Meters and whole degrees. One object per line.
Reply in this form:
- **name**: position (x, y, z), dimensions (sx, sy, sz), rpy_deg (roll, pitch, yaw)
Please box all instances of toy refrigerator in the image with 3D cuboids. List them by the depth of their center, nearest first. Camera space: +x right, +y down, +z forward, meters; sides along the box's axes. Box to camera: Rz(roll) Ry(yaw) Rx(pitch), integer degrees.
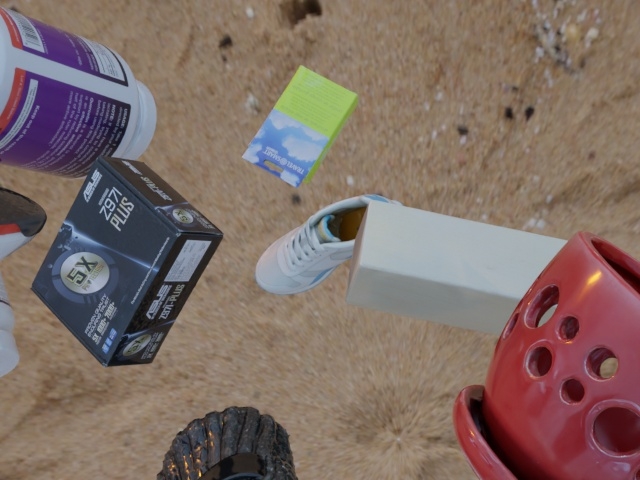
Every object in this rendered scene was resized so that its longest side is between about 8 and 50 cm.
- **toy refrigerator**: position (0.172, 0.037, 1.257), dimensions (0.270, 0.102, 0.094), rpy_deg (11, 62, -3)

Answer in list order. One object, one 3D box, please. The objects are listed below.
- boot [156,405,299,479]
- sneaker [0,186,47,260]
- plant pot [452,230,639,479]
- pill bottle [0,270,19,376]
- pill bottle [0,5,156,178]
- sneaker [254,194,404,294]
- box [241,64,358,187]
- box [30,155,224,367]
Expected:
- **boot**: position (-0.131, 0.314, 0.927), dimensions (0.348, 0.260, 0.131), rpy_deg (-42, 114, -1)
- **sneaker**: position (-0.345, 0.041, 0.911), dimensions (0.090, 0.270, 0.145), rpy_deg (28, 115, 26)
- **plant pot**: position (0.200, 0.114, 0.793), dimensions (0.191, 0.191, 0.174), rpy_deg (41, 107, 9)
- **pill bottle**: position (-0.520, 0.092, 1.667), dimensions (0.121, 0.121, 0.221), rpy_deg (-24, 64, -1)
- **pill bottle**: position (-0.350, -0.175, 1.392), dimensions (0.181, 0.323, 0.181), rpy_deg (-4, 82, 29)
- **sneaker**: position (0.000, 0.000, 1.512), dimensions (0.229, 0.092, 0.087), rpy_deg (-29, 68, 22)
- **box**: position (-0.030, -0.172, 1.766), dimensions (0.109, 0.042, 0.178), rpy_deg (29, 78, 13)
- **box**: position (-0.213, 0.023, 1.237), dimensions (0.147, 0.077, 0.180), rpy_deg (41, 110, 28)
